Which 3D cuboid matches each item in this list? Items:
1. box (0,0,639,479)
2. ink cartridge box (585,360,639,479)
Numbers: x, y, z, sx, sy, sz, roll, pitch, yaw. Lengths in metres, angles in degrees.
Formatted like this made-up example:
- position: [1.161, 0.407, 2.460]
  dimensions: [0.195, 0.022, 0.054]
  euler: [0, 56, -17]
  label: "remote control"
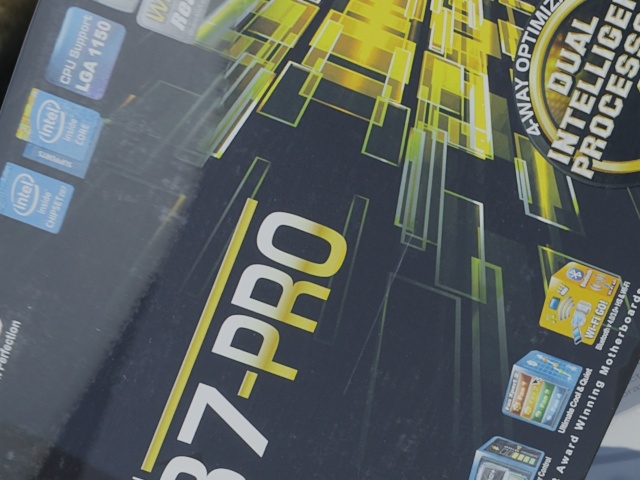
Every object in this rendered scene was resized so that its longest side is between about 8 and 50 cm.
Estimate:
- position: [0.000, 0.000, 0.624]
  dimensions: [0.318, 0.097, 0.395]
  euler: [22, 99, -9]
  label: "box"
- position: [0.172, 0.147, 1.159]
  dimensions: [0.285, 0.166, 0.395]
  euler: [-27, 22, 4]
  label: "ink cartridge box"
